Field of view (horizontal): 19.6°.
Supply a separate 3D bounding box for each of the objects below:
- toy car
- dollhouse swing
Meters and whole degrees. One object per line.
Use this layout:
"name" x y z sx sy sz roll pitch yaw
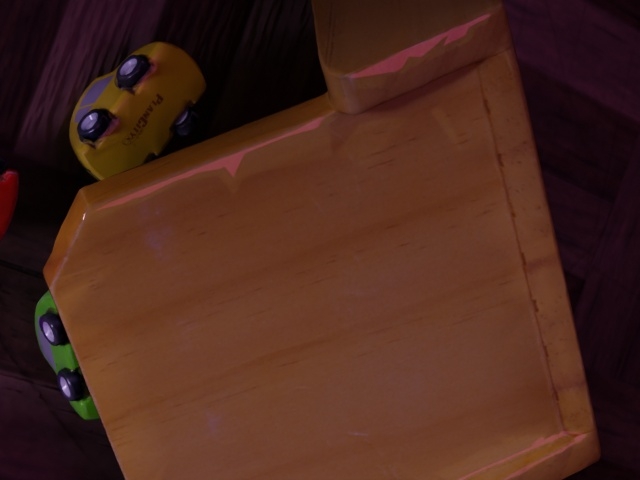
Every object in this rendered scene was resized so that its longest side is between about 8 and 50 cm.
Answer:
"toy car" -0.165 0.007 1.165 0.239 0.053 0.225 -25 116 -30
"dollhouse swing" 0.000 0.000 1.243 0.305 0.315 0.347 -15 121 4
